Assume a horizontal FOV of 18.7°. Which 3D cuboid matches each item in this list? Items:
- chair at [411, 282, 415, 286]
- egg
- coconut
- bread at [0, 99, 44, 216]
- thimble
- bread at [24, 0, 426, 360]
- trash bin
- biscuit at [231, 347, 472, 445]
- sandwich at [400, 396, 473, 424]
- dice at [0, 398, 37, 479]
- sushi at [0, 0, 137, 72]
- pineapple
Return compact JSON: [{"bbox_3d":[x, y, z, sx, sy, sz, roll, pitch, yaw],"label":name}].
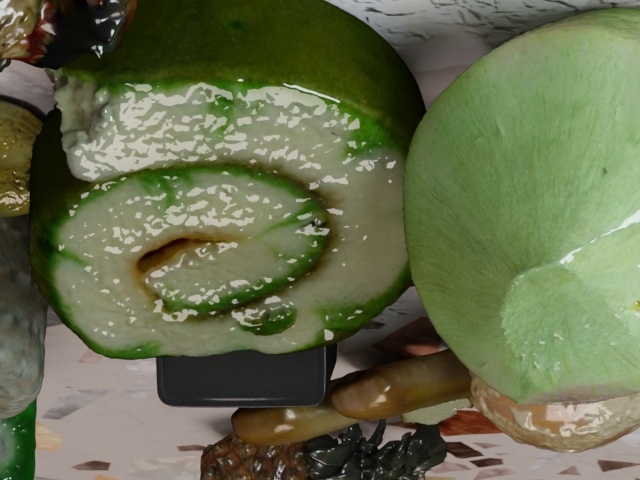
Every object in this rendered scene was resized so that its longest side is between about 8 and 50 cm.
[{"bbox_3d":[0.000,0.000,1.861,0.212,0.084,0.101,-9,150,24],"label":"chair"},{"bbox_3d":[0.262,0.116,1.964,0.233,0.195,0.195,-29,147,13],"label":"egg"},{"bbox_3d":[0.208,-0.024,1.474,0.281,0.328,0.328,39,156,8],"label":"coconut"},{"bbox_3d":[-0.288,-0.071,1.755,0.187,0.065,0.149,14,149,-20],"label":"bread"},{"bbox_3d":[-0.410,0.060,1.901,0.291,0.195,0.291,1,157,0],"label":"thimble"},{"bbox_3d":[-0.090,-0.044,1.592,0.366,0.129,0.382,-26,135,23],"label":"bread"},{"bbox_3d":[-0.066,0.099,1.971,0.165,0.115,0.225,-1,-177,6],"label":"trash bin"},{"bbox_3d":[0.068,0.166,2.137,0.237,0.062,0.290,-18,174,35],"label":"biscuit"},{"bbox_3d":[0.140,0.190,2.334,0.104,0.036,0.093,-6,154,17],"label":"sandwich"},{"bbox_3d":[-0.467,0.217,2.146,0.297,0.287,0.300,8,156,-10],"label":"dice"},{"bbox_3d":[-0.238,-0.203,1.284,0.218,0.225,0.238,-1,-158,-25],"label":"sushi"},{"bbox_3d":[0.008,0.294,2.481,0.310,0.141,0.170,-13,148,16],"label":"pineapple"}]
